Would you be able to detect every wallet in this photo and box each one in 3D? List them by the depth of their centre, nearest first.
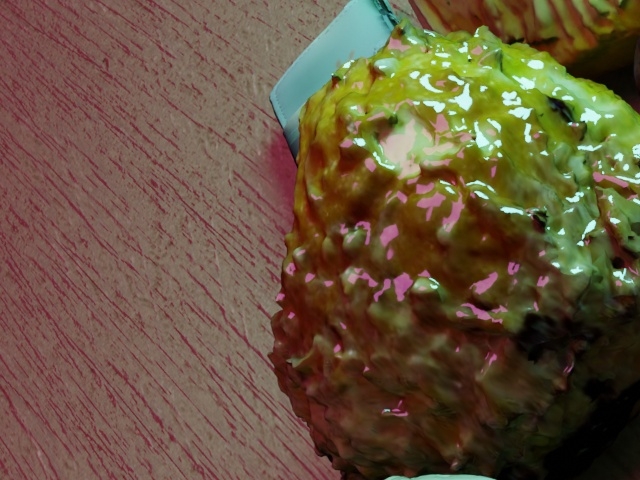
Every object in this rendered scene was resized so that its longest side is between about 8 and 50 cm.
[{"bbox_3d":[0.042,-0.134,1.961,0.176,0.075,0.250,-46,37,18],"label":"wallet"}]

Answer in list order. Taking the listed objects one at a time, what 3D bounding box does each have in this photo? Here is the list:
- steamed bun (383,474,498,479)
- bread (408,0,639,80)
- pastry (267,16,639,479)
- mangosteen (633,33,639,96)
[{"bbox_3d":[0.100,0.338,1.403,0.352,0.247,0.339,-32,85,30],"label":"steamed bun"},{"bbox_3d":[0.221,-0.259,1.708,0.236,0.183,0.388,-46,16,-14],"label":"bread"},{"bbox_3d":[0.145,0.031,1.520,0.337,0.292,0.405,12,103,29],"label":"pastry"},{"bbox_3d":[0.337,-0.156,1.501,0.172,0.172,0.184,13,99,55],"label":"mangosteen"}]
